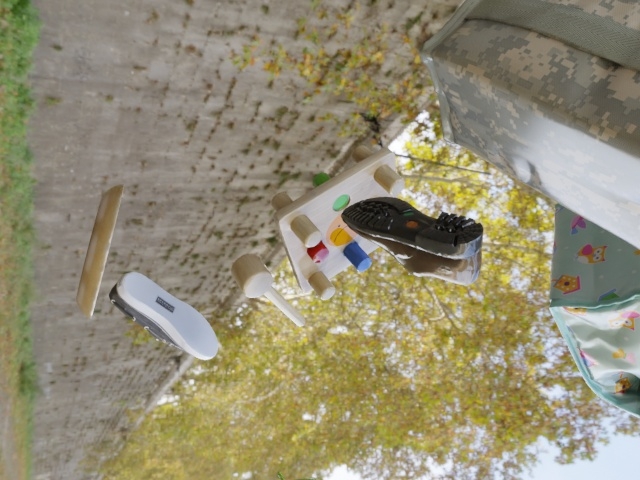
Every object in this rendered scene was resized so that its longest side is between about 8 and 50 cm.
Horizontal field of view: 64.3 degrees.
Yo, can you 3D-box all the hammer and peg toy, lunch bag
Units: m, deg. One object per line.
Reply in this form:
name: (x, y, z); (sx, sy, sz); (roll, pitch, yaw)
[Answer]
hammer and peg toy: (0.000, 0.000, 0.985); (0.127, 0.361, 0.266); (49, -15, 35)
lunch bag: (0.271, -0.170, 0.414); (0.287, 0.169, 0.235); (-46, -123, -4)
lunch bag: (0.436, 0.091, 0.713); (0.160, 0.262, 0.223); (-17, -148, 40)

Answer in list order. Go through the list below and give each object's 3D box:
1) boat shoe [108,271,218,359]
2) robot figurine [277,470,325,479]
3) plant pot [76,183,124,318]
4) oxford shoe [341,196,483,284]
boat shoe: (-0.295, 0.152, 0.951); (0.076, 0.228, 0.080); (-32, -152, 31)
robot figurine: (-0.004, 0.220, 0.356); (0.101, 0.067, 0.115); (0, -71, 60)
plant pot: (-0.380, 0.014, 0.874); (0.236, 0.032, 0.236); (-167, -90, -68)
oxford shoe: (0.111, 0.004, 0.680); (0.227, 0.083, 0.096); (28, -39, 47)
